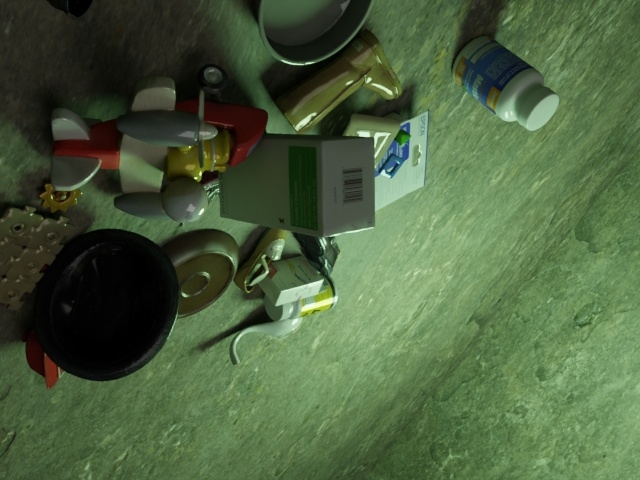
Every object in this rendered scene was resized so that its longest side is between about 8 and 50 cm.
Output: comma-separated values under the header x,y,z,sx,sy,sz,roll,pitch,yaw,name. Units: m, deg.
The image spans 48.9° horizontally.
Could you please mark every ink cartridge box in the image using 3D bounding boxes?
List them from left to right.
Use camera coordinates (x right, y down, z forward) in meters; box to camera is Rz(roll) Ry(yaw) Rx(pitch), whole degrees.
x,y,z,sx,sy,sz,roll,pitch,yaw,name
-0.075,0.111,2.058,0.198,0.115,0.067,-13,138,-39,ink cartridge box
0.159,-0.204,1.966,0.307,0.072,0.303,-31,145,-19,ink cartridge box

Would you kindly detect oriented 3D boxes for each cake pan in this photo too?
x,y,z,sx,sy,sz,roll,pitch,yaw,name
-0.012,-0.498,1.429,0.293,0.054,0.293,-27,146,-20,cake pan

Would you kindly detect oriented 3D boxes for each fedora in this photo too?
x,y,z,sx,sy,sz,roll,pitch,yaw,name
-0.469,0.144,1.581,0.334,0.334,0.152,-35,179,-10,fedora

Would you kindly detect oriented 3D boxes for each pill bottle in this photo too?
x,y,z,sx,sy,sz,roll,pitch,yaw,name
-0.060,0.175,2.149,0.209,0.119,0.119,-12,138,-37,pill bottle
0.491,-0.411,1.862,0.152,0.272,0.152,-27,146,-21,pill bottle

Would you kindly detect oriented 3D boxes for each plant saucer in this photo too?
x,y,z,sx,sy,sz,roll,pitch,yaw,name
-0.339,0.103,1.835,0.311,0.050,0.310,-28,147,-20,plant saucer

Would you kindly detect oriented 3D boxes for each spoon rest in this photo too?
x,y,z,sx,sy,sz,roll,pitch,yaw,name
-0.170,0.283,2.197,0.276,0.084,0.137,-30,178,-25,spoon rest

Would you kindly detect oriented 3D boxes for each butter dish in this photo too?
x,y,z,sx,sy,sz,roll,pitch,yaw,name
-0.633,0.234,1.628,0.160,0.118,0.159,-69,174,-50,butter dish

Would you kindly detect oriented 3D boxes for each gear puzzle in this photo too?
x,y,z,sx,sy,sz,roll,pitch,yaw,name
-0.607,-0.005,1.428,0.339,0.044,0.175,-51,145,12,gear puzzle

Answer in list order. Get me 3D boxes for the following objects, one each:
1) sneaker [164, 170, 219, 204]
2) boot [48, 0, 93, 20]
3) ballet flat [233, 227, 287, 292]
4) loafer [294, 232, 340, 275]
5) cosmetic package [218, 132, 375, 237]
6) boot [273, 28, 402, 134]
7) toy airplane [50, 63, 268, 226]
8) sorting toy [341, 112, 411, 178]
x,y,z,sx,sy,sz,roll,pitch,yaw,name
-0.290,-0.103,1.613,0.170,0.063,0.074,-31,141,-24,sneaker
-0.350,-0.444,1.087,0.219,0.106,0.082,-51,147,17,boot
-0.151,0.049,1.941,0.232,0.073,0.080,-52,147,17,ballet flat
0.000,0.000,2.036,0.095,0.109,0.302,-53,158,-17,loafer
-0.060,-0.129,1.505,0.155,0.366,0.196,-11,104,-41,cosmetic package
0.044,-0.343,1.662,0.269,0.089,0.236,-40,142,2,boot
-0.313,-0.151,1.327,0.384,0.272,0.386,-30,167,20,toy airplane
0.093,-0.230,1.770,0.348,0.047,0.196,-3,129,-44,sorting toy
